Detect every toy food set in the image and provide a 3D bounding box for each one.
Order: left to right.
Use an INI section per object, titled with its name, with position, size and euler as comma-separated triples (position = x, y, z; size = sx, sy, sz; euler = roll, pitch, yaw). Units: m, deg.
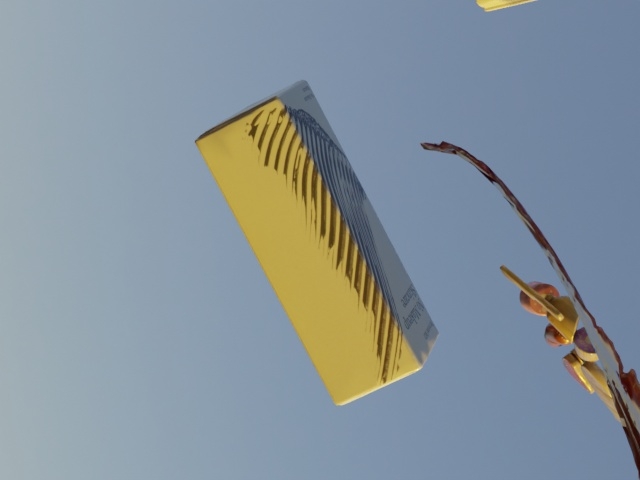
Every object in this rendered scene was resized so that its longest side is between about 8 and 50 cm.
[toy food set]
position = 0.151, 0.057, 0.906
size = 0.078, 0.019, 0.122
euler = 44, -7, 45

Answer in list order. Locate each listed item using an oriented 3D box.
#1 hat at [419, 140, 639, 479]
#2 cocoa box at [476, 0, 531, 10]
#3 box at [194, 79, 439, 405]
[hat]
position = 0.126, 0.098, 0.445
size = 0.183, 0.173, 0.208
euler = 35, -60, 42
[cocoa box]
position = 0.241, -0.277, 0.823
size = 0.231, 0.347, 0.228
euler = -9, -83, 42
[box]
position = 0.000, 0.000, 1.378
size = 0.275, 0.094, 0.113
euler = 61, 19, -8
